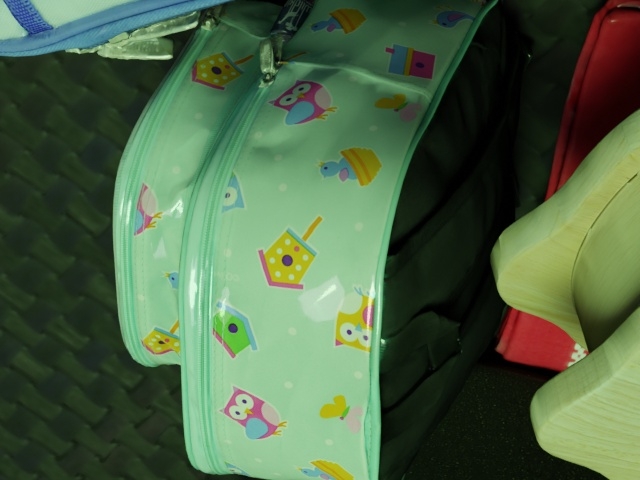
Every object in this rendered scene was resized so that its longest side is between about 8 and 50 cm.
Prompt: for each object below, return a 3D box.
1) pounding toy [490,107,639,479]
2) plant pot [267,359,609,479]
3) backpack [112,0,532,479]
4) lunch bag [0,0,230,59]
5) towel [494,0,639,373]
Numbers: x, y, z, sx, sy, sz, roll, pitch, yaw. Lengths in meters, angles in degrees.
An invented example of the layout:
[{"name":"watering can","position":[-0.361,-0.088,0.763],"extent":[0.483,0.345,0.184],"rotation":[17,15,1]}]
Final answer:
[{"name":"pounding toy","position":[0.189,0.068,0.712],"extent":[0.154,0.155,0.269],"rotation":[-30,142,26]},{"name":"plant pot","position":[0.047,0.157,0.857],"extent":[0.167,0.187,0.188],"rotation":[30,135,8]},{"name":"backpack","position":[0.000,0.000,0.748],"extent":[0.144,0.188,0.166],"rotation":[7,127,7]},{"name":"lunch bag","position":[-0.091,-0.205,0.670],"extent":[0.243,0.115,0.303],"rotation":[-11,121,22]},{"name":"towel","position":[0.221,0.009,0.806],"extent":[0.275,0.031,0.199],"rotation":[15,128,1]}]
